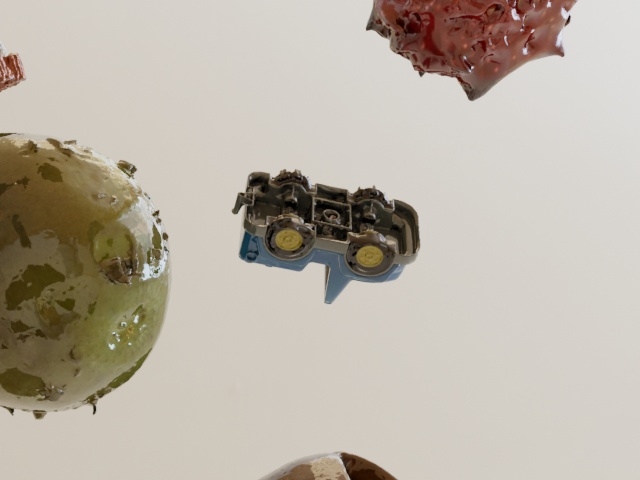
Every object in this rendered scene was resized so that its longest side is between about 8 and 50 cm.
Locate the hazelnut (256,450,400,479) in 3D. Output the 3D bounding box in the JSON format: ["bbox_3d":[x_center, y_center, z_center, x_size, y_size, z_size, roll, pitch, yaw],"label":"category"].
[{"bbox_3d":[0.004,0.510,1.993,0.402,0.429,0.402,29,-151,-18],"label":"hazelnut"}]

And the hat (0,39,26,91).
[{"bbox_3d":[-0.424,-0.235,1.688,0.112,0.162,0.093,-28,-177,1],"label":"hat"}]

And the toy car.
[{"bbox_3d":[0.000,0.000,1.492,0.191,0.100,0.097,11,-143,-7],"label":"toy car"}]

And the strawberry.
[{"bbox_3d":[0.120,-0.224,1.104,0.186,0.201,0.184,-16,-130,-46],"label":"strawberry"}]

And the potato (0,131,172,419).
[{"bbox_3d":[-0.309,0.005,1.467,0.359,0.270,0.219,34,-174,33],"label":"potato"}]
